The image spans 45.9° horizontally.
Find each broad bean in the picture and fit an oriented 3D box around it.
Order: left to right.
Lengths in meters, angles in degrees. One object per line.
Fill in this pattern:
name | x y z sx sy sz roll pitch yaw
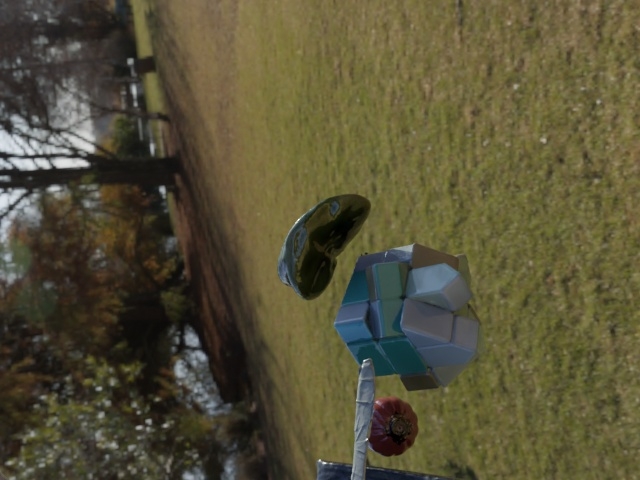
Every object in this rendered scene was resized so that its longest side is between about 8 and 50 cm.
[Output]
broad bean | 0.002 0.002 1.303 0.072 0.153 0.207 35 99 31

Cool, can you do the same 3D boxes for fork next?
fork | 0.017 0.104 0.330 0.012 0.016 0.115 59 -149 -45

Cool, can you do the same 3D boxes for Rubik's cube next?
Rubik's cube | 0.165 0.112 1.265 0.265 0.213 0.224 58 -144 -30

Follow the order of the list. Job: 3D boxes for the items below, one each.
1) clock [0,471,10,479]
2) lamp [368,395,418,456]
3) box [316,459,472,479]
clock | -0.390 0.238 0.596 0.235 0.309 0.166 -59 11 17
lamp | 0.124 0.334 1.358 0.092 0.107 0.107 151 112 -69
box | 0.188 0.481 1.306 0.359 0.350 0.091 53 -135 -48
